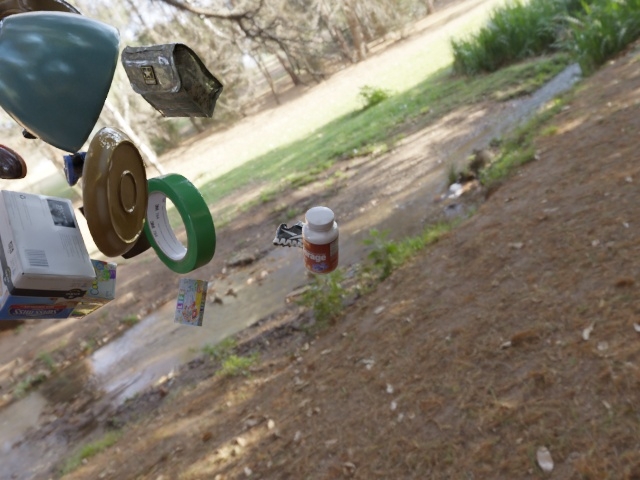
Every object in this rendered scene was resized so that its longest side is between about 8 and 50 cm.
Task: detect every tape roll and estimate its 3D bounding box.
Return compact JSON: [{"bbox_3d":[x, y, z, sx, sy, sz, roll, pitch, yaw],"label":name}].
[{"bbox_3d":[-0.461,-0.054,1.756,0.077,0.321,0.321,-25,10,-41],"label":"tape roll"}]

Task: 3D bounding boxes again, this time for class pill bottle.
[{"bbox_3d":[0.000,0.000,1.817,0.121,0.216,0.121,-1,42,1],"label":"pill bottle"}]

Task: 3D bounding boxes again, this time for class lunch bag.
[{"bbox_3d":[-0.514,-0.552,1.875,0.235,0.287,0.169,7,69,28],"label":"lunch bag"}]

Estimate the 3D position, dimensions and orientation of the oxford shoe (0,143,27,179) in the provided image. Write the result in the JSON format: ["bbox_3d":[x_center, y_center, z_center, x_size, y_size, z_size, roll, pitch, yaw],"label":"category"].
[{"bbox_3d":[-0.887,-0.204,1.415,0.271,0.097,0.098,13,23,12],"label":"oxford shoe"}]

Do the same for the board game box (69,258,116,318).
[{"bbox_3d":[-0.883,0.179,2.021,0.142,0.144,0.275,17,-33,-42],"label":"board game box"}]

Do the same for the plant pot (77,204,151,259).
[{"bbox_3d":[-0.692,-0.058,1.924,0.215,0.230,0.215,-23,15,6],"label":"plant pot"}]

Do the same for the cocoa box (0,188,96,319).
[{"bbox_3d":[-0.903,0.050,1.738,0.231,0.347,0.228,9,-47,-50],"label":"cocoa box"}]

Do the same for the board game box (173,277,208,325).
[{"bbox_3d":[-0.438,0.208,1.859,0.103,0.154,0.026,2,-9,28],"label":"board game box"}]

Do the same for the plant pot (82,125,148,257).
[{"bbox_3d":[-0.359,-0.086,0.991,0.032,0.236,0.236,0,19,2],"label":"plant pot"}]

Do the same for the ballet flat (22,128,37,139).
[{"bbox_3d":[-0.645,-0.325,1.360,0.250,0.058,0.084,-27,-2,20],"label":"ballet flat"}]

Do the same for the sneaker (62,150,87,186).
[{"bbox_3d":[-0.892,-0.262,2.022,0.090,0.081,0.232,-20,-4,-28],"label":"sneaker"}]

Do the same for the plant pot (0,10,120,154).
[{"bbox_3d":[-0.565,-0.346,1.127,0.290,0.195,0.290,-23,59,45],"label":"plant pot"}]

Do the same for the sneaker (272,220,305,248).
[{"bbox_3d":[-0.059,-0.019,2.035,0.234,0.106,0.078,8,-5,14],"label":"sneaker"}]

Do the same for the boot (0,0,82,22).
[{"bbox_3d":[-0.730,-0.489,1.328,0.283,0.109,0.220,-7,-27,-31],"label":"boot"}]
